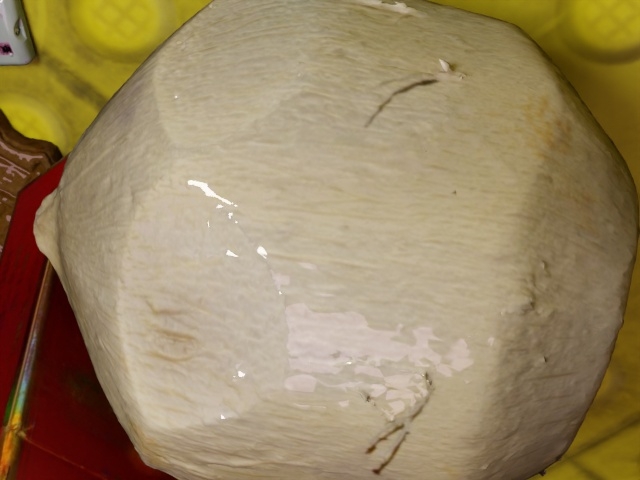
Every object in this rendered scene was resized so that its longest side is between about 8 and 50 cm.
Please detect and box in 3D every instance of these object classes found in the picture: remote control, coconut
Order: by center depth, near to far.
[{"bbox_3d":[0.000,0.000,0.700,0.360,0.346,0.346,14,129,-1],"label":"coconut"},{"bbox_3d":[-0.307,-0.157,0.823,0.166,0.029,0.065,0,127,9],"label":"remote control"}]

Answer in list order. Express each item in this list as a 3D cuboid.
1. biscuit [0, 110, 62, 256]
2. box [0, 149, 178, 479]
[{"bbox_3d":[-0.285,-0.027,0.918,0.215,0.034,0.182,32,126,-16],"label":"biscuit"},{"bbox_3d":[-0.156,0.105,0.803,0.089,0.313,0.197,-31,128,27],"label":"box"}]
